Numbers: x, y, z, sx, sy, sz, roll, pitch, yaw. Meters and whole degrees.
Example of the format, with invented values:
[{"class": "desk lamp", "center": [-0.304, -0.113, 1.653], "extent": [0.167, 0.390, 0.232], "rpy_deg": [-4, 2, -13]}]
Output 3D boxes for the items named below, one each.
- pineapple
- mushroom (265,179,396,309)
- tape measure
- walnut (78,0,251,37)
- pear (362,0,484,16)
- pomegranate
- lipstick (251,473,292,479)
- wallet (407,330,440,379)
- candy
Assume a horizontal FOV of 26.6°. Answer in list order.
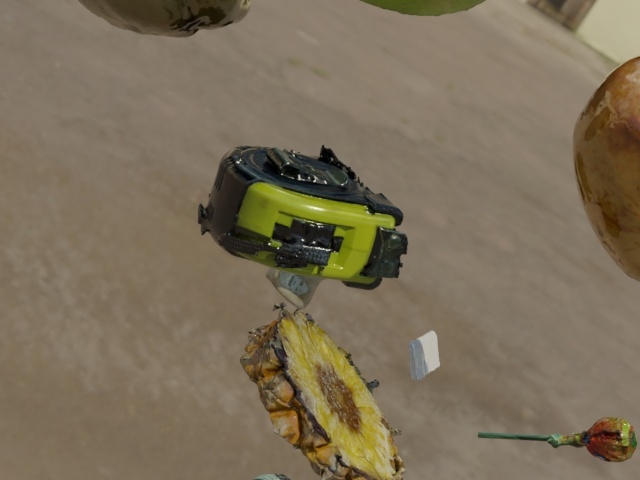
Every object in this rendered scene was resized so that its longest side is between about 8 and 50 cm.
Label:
[{"class": "pineapple", "center": [0.006, 0.148, 1.214], "extent": [0.221, 0.047, 0.221], "rpy_deg": [48, 17, -20]}, {"class": "mushroom", "center": [0.000, 0.000, 2.216], "extent": [0.244, 0.243, 0.243], "rpy_deg": [29, 17, -10]}, {"class": "tape measure", "center": [-0.025, -0.032, 1.405], "extent": [0.186, 0.112, 0.199], "rpy_deg": [6, 19, -27]}, {"class": "walnut", "center": [-0.154, -0.314, 1.289], "extent": [0.283, 0.227, 0.283], "rpy_deg": [57, 12, -20]}, {"class": "pear", "center": [0.112, -0.460, 1.527], "extent": [0.399, 0.398, 0.165], "rpy_deg": [29, -19, -12]}, {"class": "pomegranate", "center": [0.308, -0.058, 1.107], "extent": [0.215, 0.215, 0.215], "rpy_deg": [29, 17, -10]}, {"class": "lipstick", "center": [-0.063, 0.211, 1.124], "extent": [0.037, 0.037, 0.116], "rpy_deg": [42, 12, 29]}, {"class": "wallet", "center": [0.114, 0.127, 1.497], "extent": [0.011, 0.044, 0.083], "rpy_deg": [-7, 4, 22]}, {"class": "candy", "center": [0.293, 0.245, 1.683], "extent": [0.201, 0.060, 0.060], "rpy_deg": [-2, 5, 22]}]
